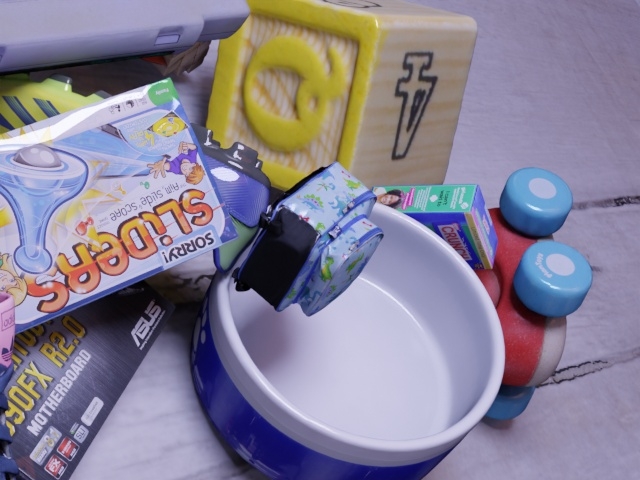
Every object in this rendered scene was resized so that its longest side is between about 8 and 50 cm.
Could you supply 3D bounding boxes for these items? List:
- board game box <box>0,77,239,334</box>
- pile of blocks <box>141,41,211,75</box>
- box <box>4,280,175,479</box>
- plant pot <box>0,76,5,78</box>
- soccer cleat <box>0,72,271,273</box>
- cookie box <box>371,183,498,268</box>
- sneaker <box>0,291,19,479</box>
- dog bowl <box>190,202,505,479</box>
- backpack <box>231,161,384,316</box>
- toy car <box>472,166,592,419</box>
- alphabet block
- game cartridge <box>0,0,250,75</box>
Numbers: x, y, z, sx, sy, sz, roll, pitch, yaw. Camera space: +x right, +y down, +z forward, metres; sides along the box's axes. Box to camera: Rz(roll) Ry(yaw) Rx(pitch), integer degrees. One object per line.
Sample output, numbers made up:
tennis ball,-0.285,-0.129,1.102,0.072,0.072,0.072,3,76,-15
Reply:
board game box,-0.174,-0.025,0.864,0.201,0.035,0.136,-25,93,-30
pile of blocks,-0.242,-0.303,1.151,0.113,0.149,0.362,-40,109,-26
box,-0.231,0.071,0.889,0.183,0.056,0.231,43,34,-11
plant pot,-0.292,-0.194,1.052,0.083,0.079,0.083,29,39,-27
soccer cleat,-0.184,-0.058,0.979,0.289,0.121,0.093,19,-6,8
cookie box,0.109,-0.012,1.139,0.091,0.107,0.040,62,35,-46
sneaker,-0.228,0.104,0.726,0.319,0.131,0.112,63,-5,-16
dog bowl,0.023,0.091,1.044,0.265,0.104,0.264,13,49,-15
backpack,0.000,0.000,0.964,0.084,0.105,0.114,37,46,8
toy car,0.129,0.049,1.241,0.238,0.219,0.210,6,47,-9
alphabet block,0.021,-0.155,1.213,0.192,0.193,0.197,20,19,33
game cartridge,-0.242,-0.247,0.961,0.355,0.068,0.230,-16,81,-42
